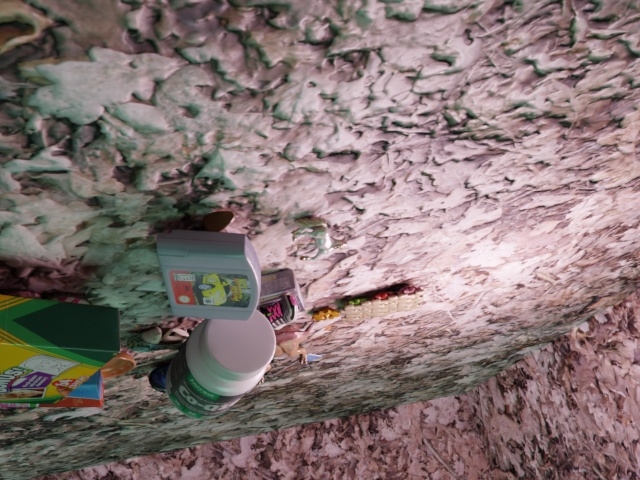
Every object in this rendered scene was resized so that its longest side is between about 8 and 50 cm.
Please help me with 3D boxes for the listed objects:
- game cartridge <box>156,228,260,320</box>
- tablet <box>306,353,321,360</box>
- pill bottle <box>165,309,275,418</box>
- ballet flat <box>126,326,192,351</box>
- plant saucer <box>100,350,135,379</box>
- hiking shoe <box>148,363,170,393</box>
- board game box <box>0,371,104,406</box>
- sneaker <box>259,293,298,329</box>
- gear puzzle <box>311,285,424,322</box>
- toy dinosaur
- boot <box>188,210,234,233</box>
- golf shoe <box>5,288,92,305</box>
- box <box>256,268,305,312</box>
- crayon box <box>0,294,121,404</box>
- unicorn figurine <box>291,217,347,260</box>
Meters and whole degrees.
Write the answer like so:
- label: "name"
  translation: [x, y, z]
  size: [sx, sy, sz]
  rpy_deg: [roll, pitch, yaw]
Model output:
- label: "game cartridge"
  translation: [-0.221, 0.081, 1.366]
  size: [0.195, 0.060, 0.294]
  rpy_deg: [0, 146, -4]
- label: "tablet"
  translation: [-0.039, 0.424, 2.403]
  size: [0.054, 0.006, 0.083]
  rpy_deg: [-26, 154, 24]
- label: "pill bottle"
  translation: [-0.251, 0.303, 1.647]
  size: [0.204, 0.204, 0.361]
  rpy_deg: [-2, 153, -27]
- label: "ballet flat"
  translation: [-0.424, 0.260, 1.781]
  size: [0.188, 0.070, 0.070]
  rpy_deg: [5, 149, -41]
- label: "plant saucer"
  translation: [-0.627, 0.351, 1.875]
  size: [0.199, 0.037, 0.200]
  rpy_deg: [-13, 155, -6]
- label: "hiking shoe"
  translation: [-0.383, 0.379, 2.031]
  size: [0.303, 0.113, 0.132]
  rpy_deg: [-10, 128, 0]
- label: "board game box"
  translation: [-0.754, 0.389, 1.782]
  size: [0.316, 0.064, 0.242]
  rpy_deg: [3, 152, -13]
- label: "sneaker"
  translation: [-0.112, 0.182, 1.629]
  size: [0.074, 0.063, 0.170]
  rpy_deg: [-7, 159, -30]
- label: "gear puzzle"
  translation: [0.139, 0.193, 1.973]
  size: [0.338, 0.044, 0.175]
  rpy_deg: [-12, 157, 0]
- label: "toy dinosaur"
  translation: [-0.134, 0.296, 1.945]
  size: [0.295, 0.127, 0.200]
  rpy_deg: [-19, 141, -14]
- label: "boot"
  translation: [-0.206, -0.020, 1.316]
  size: [0.118, 0.042, 0.087]
  rpy_deg: [-20, 162, 15]
- label: "golf shoe"
  translation: [-0.581, 0.157, 1.424]
  size: [0.186, 0.086, 0.067]
  rpy_deg: [8, 146, -43]
- label: "box"
  translation: [-0.164, 0.156, 1.691]
  size: [0.230, 0.056, 0.183]
  rpy_deg: [-15, 155, 1]
- label: "crayon box"
  translation: [-0.624, 0.230, 1.329]
  size: [0.313, 0.106, 0.363]
  rpy_deg: [11, 146, -38]
- label: "unicorn figurine"
  translation: [0.000, 0.000, 1.443]
  size: [0.111, 0.060, 0.162]
  rpy_deg: [-15, 156, 3]
